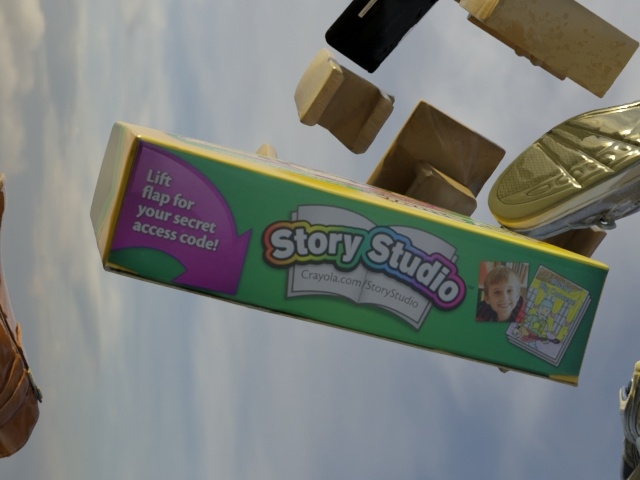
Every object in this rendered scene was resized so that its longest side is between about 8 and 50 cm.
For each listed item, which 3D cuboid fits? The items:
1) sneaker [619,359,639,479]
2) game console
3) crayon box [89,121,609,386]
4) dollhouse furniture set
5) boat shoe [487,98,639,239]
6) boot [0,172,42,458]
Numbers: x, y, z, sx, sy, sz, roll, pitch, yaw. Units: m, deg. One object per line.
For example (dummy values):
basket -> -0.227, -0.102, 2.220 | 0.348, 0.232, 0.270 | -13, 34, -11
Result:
sneaker -> 0.423, 0.234, 1.320 | 0.296, 0.112, 0.131 | 79, -1, -61
game console -> 0.074, -0.249, 1.159 | 0.122, 0.107, 0.071 | -47, -148, 23
crayon box -> 0.000, 0.000, 0.889 | 0.313, 0.363, 0.106 | -146, -109, -74
dollhouse furniture set -> 0.149, -0.124, 1.244 | 0.394, 0.362, 0.256 | -57, -165, 15
boat shoe -> 0.309, -0.075, 0.992 | 0.118, 0.320, 0.103 | 48, -16, 58
boot -> -0.249, 0.051, 0.789 | 0.197, 0.073, 0.152 | -84, 153, -55
